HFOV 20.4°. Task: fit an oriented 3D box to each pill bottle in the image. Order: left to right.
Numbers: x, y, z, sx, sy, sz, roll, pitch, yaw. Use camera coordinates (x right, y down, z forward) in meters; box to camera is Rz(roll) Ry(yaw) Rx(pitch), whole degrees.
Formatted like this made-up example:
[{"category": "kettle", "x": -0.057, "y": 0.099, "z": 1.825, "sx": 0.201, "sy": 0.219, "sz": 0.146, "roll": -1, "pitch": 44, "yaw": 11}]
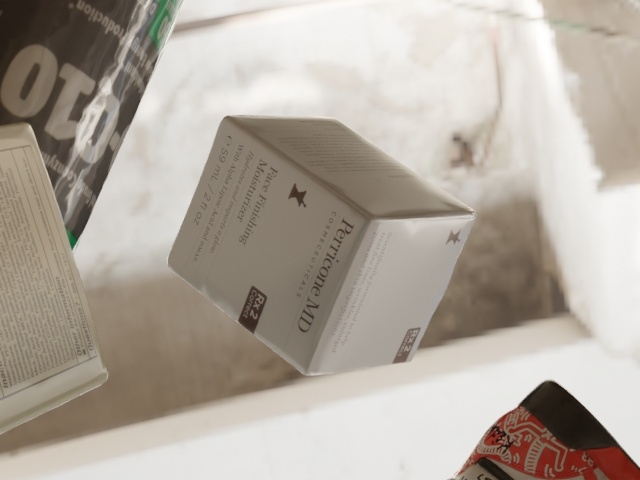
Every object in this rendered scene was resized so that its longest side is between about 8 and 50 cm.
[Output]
[{"category": "pill bottle", "x": -0.245, "y": -0.055, "z": 1.174, "sx": 0.204, "sy": 0.204, "sz": 0.361, "roll": 13, "pitch": -106, "yaw": 35}]

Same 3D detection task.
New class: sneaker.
[{"category": "sneaker", "x": 0.197, "y": 0.237, "z": 1.221, "sx": 0.145, "sy": 0.270, "sz": 0.090, "roll": -44, "pitch": 179, "yaw": -1}]

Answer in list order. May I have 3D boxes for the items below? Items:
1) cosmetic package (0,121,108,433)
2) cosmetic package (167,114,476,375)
[{"category": "cosmetic package", "x": -0.237, "y": 0.041, "z": 0.873, "sx": 0.113, "sy": 0.160, "sz": 0.309, "roll": -16, "pitch": -178, "yaw": 22}, {"category": "cosmetic package", "x": 0.000, "y": 0.000, "z": 1.512, "sx": 0.184, "sy": 0.151, "sz": 0.151, "roll": 35, "pitch": -156, "yaw": 33}]
